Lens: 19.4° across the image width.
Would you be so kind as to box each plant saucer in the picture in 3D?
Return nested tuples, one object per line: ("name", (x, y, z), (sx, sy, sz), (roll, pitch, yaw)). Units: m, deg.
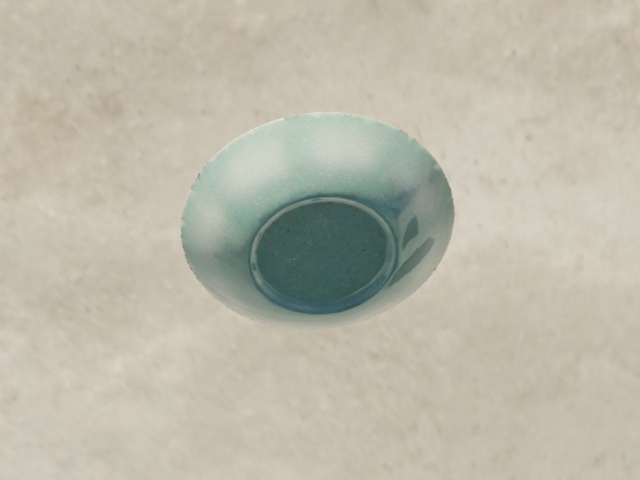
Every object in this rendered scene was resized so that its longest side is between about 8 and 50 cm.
("plant saucer", (0.000, 0.000, 1.307), (0.195, 0.195, 0.037), (-12, 39, 4))
